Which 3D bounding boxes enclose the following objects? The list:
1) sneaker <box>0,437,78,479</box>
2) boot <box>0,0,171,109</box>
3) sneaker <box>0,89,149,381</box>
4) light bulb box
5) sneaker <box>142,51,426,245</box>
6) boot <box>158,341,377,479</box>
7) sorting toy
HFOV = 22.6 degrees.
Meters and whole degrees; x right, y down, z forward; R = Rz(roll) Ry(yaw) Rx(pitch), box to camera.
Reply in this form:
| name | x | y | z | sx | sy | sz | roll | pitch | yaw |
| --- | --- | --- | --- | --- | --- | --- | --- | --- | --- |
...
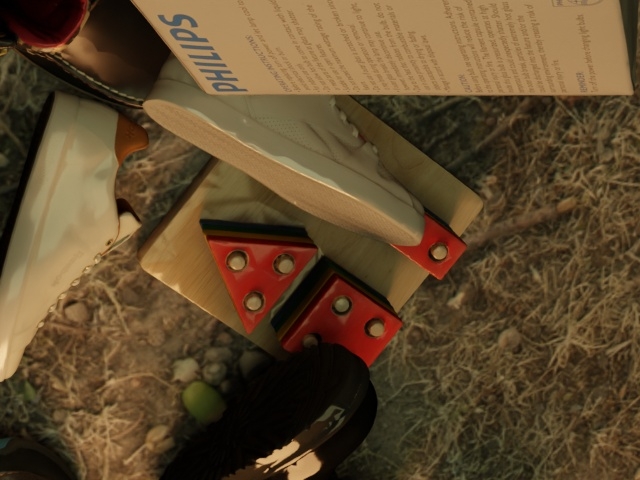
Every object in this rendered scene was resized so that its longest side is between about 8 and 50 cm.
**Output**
| name | x | y | z | sx | sy | sz | roll | pitch | yaw |
| --- | --- | --- | --- | --- | --- | --- | --- | --- | --- |
| sneaker | -0.275 | 0.359 | 1.613 | 0.125 | 0.139 | 0.341 | -16 | 112 | -7 |
| boot | -0.235 | -0.212 | 1.324 | 0.138 | 0.284 | 0.377 | -43 | 116 | 4 |
| sneaker | -0.239 | 0.012 | 1.508 | 0.123 | 0.106 | 0.290 | 17 | 105 | -19 |
| light bulb box | 0.066 | -0.311 | 1.248 | 0.361 | 0.225 | 0.358 | 2 | 73 | 15 |
| sneaker | 0.000 | -0.123 | 1.435 | 0.292 | 0.108 | 0.169 | 31 | 70 | -26 |
| boot | 0.014 | 0.255 | 1.609 | 0.260 | 0.131 | 0.348 | 31 | 135 | -19 |
| sorting toy | 0.000 | 0.000 | 1.576 | 0.255 | 0.089 | 0.257 | 35 | 99 | -23 |
